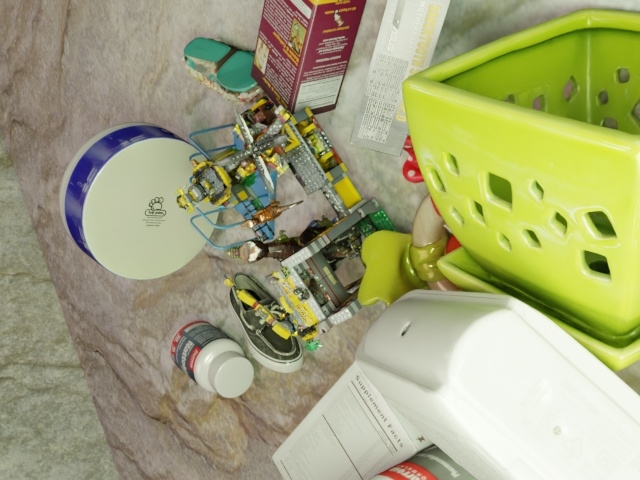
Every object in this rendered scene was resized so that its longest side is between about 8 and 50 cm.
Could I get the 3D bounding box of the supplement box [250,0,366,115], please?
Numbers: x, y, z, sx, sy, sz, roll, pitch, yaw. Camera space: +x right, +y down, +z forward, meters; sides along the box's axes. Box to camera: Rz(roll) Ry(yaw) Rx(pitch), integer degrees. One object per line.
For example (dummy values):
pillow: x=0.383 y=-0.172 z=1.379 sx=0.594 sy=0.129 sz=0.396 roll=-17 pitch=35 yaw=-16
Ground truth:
supplement box: x=-0.018 y=-0.260 z=1.101 sx=0.104 sy=0.081 sz=0.188 roll=53 pitch=145 yaw=30

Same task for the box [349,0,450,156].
box: x=0.092 y=-0.227 z=0.847 sx=0.183 sy=0.056 sz=0.231 roll=-74 pitch=-1 yaw=-48

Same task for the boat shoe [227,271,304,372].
boat shoe: x=-0.097 y=0.135 z=1.454 sx=0.219 sy=0.078 sz=0.070 roll=45 pitch=142 yaw=42

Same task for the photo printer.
photo printer: x=0.162 y=0.150 z=0.730 sx=0.256 sy=0.107 sz=0.307 roll=41 pitch=171 yaw=-6

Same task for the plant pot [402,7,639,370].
plant pot: x=0.222 y=-0.042 z=0.676 sx=0.227 sy=0.228 sz=0.207 roll=30 pitch=136 yaw=48

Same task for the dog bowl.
dog bowl: x=-0.313 y=-0.068 z=1.520 sx=0.104 sy=0.265 sz=0.264 roll=30 pitch=130 yaw=47

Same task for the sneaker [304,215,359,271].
sneaker: x=0.000 y=0.000 z=1.233 sx=0.073 sy=0.064 sz=0.162 roll=67 pitch=150 yaw=16

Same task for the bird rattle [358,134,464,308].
bird rattle: x=0.160 y=-0.009 z=0.943 sx=0.207 sy=0.143 sz=0.253 roll=42 pitch=127 yaw=25

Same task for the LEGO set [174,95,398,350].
LEGO set: x=-0.058 y=0.000 z=1.078 sx=0.255 sy=0.192 sz=0.331 roll=-20 pitch=101 yaw=40

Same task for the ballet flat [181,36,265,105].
ballet flat: x=-0.131 y=-0.250 z=1.322 sx=0.241 sy=0.091 sz=0.077 roll=42 pitch=169 yaw=49

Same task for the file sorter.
file sorter: x=-0.146 y=-0.088 z=1.389 sx=0.118 sy=0.105 sz=0.170 roll=41 pitch=138 yaw=42

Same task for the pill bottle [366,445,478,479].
pill bottle: x=0.135 y=0.310 z=0.942 sx=0.161 sy=0.283 sz=0.161 roll=35 pitch=134 yaw=47

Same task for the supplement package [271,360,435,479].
supplement package: x=0.069 y=0.257 z=1.122 sx=0.139 sy=0.134 sz=0.244 roll=56 pitch=132 yaw=23

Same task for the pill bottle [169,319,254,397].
pill bottle: x=-0.206 y=0.229 z=1.661 sx=0.180 sy=0.108 sz=0.107 roll=24 pitch=125 yaw=53
